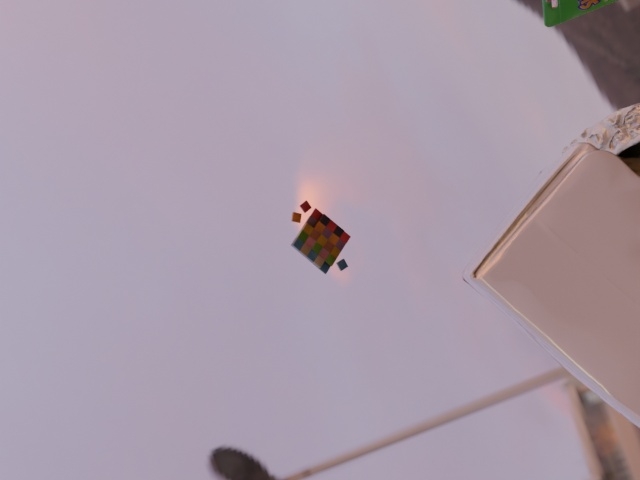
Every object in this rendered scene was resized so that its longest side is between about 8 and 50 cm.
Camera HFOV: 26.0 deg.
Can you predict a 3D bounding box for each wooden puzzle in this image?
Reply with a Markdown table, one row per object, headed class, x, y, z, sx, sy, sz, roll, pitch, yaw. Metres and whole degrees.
| class | x | y | z | sx | sy | sz | roll | pitch | yaw |
| --- | --- | --- | --- | --- | --- | --- | --- | --- | --- |
| wooden puzzle | 0.000 | 0.000 | 1.434 | 0.083 | 0.006 | 0.049 | 40 | -110 | -19 |

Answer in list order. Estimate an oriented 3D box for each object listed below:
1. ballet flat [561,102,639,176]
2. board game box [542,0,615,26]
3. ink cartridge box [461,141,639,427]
| class | x | y | z | sx | sy | sz | roll | pitch | yaw |
| --- | --- | --- | --- | --- | --- | --- | --- | --- | --- |
| ballet flat | 0.415 | -0.103 | 1.648 | 0.147 | 0.409 | 0.147 | 15 | -121 | -27 |
| board game box | 0.433 | -0.398 | 1.988 | 0.124 | 0.259 | 0.039 | 71 | 174 | -56 |
| ink cartridge box | 0.286 | 0.062 | 1.321 | 0.279 | 0.160 | 0.384 | 40 | -178 | 5 |
